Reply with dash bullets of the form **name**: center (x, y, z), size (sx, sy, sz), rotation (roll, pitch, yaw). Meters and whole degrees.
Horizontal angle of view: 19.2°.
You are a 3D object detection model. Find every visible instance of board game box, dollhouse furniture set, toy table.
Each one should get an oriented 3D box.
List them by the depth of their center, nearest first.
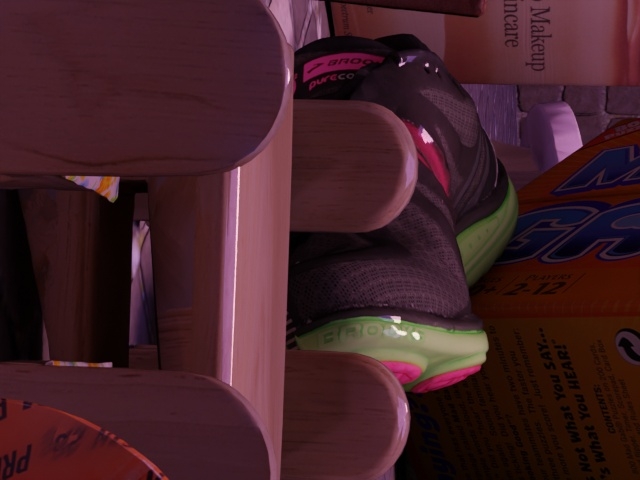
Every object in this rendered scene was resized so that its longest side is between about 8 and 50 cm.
- **dollhouse furniture set**: center (0.004, -0.066, 0.785), size (0.362, 0.256, 0.394), rotation (17, 74, -79)
- **board game box**: center (0.313, 0.123, 1.393), size (0.356, 0.356, 0.357), rotation (-33, 110, -38)
- **toy table**: center (0.162, -0.030, 1.855), size (0.274, 0.160, 0.252), rotation (90, -7, -60)

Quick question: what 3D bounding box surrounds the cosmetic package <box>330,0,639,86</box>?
- **cosmetic package**: center (0.161, -0.217, 1.546), size (0.153, 0.296, 0.129), rotation (79, 15, -50)

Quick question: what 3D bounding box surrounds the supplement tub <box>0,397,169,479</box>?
- **supplement tub**: center (-0.075, 0.192, 0.551), size (0.316, 0.193, 0.194), rotation (79, 16, -51)

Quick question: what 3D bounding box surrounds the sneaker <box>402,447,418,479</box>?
- **sneaker**: center (0.133, 0.199, 2.065), size (0.182, 0.158, 0.410), rotation (-151, -124, -66)

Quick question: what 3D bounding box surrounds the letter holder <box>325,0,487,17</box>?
- **letter holder**: center (0.063, -0.313, 1.328), size (0.302, 0.152, 0.214), rotation (-70, 165, -62)

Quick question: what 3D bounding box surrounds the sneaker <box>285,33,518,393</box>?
- **sneaker**: center (0.010, -0.019, 1.200), size (0.483, 0.185, 0.202), rotation (-63, 133, -72)
